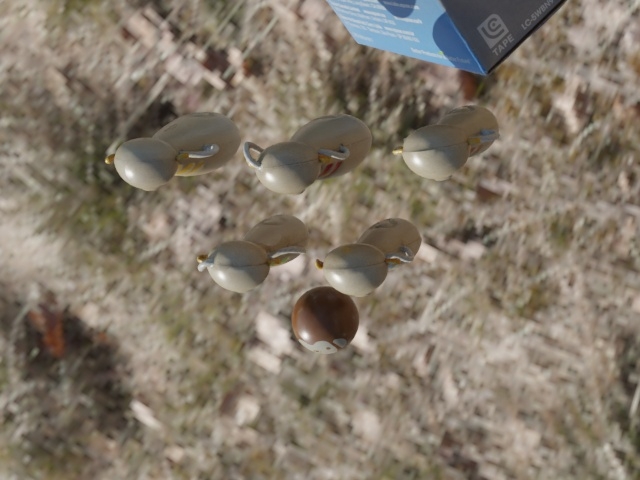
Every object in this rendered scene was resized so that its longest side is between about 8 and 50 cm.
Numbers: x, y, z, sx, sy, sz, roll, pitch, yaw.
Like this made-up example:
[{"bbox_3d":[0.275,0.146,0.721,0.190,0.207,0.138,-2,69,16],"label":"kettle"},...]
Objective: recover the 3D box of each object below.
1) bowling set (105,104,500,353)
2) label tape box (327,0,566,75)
[{"bbox_3d":[0.000,0.000,1.381,0.287,0.154,0.200,-4,101,21],"label":"bowling set"},{"bbox_3d":[0.020,-0.296,1.440,0.334,0.106,0.240,51,168,-25],"label":"label tape box"}]
